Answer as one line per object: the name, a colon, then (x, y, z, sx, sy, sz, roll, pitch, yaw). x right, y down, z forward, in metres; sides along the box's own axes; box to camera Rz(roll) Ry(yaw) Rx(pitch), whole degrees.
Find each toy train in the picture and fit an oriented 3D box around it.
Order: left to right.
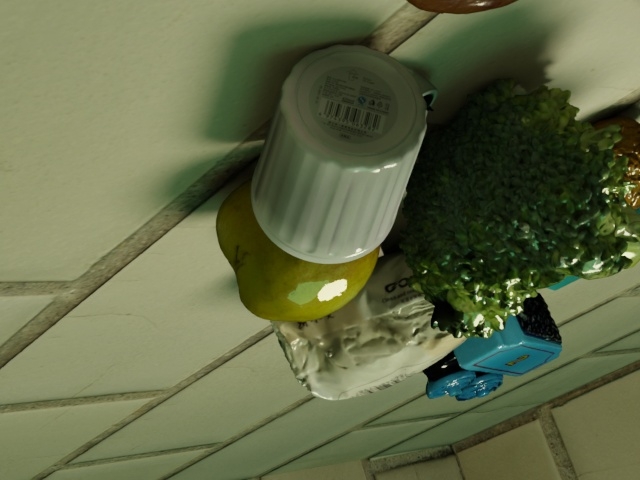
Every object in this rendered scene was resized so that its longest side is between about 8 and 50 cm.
toy train: (0.326, 0.195, 2.199, 0.265, 0.188, 0.300, -32, 155, 24)

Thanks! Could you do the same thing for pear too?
pear: (-0.024, 0.003, 1.343, 0.200, 0.200, 0.200, -16, 161, -6)

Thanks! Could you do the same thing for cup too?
cup: (0.027, -0.113, 1.174, 0.167, 0.221, 0.202, 19, 153, -1)

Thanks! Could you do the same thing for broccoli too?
broccoli: (0.233, -0.036, 1.345, 0.338, 0.277, 0.317, -22, 155, 30)

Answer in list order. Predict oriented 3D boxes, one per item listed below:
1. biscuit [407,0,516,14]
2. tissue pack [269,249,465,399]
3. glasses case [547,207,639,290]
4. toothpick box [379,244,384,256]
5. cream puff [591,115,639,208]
biscuit: (0.165, -0.265, 0.997, 0.212, 0.036, 0.212, -15, 161, -5)
tissue pack: (0.150, 0.105, 1.723, 0.375, 0.195, 0.390, -22, 176, 16)
glasses case: (0.512, -0.005, 1.992, 0.301, 0.070, 0.117, -28, 153, 31)
toothpick box: (0.000, 0.000, 1.487, 0.149, 0.098, 0.098, -21, 161, 4)
cream puff: (0.407, -0.095, 1.526, 0.126, 0.103, 0.144, 18, 118, -23)
